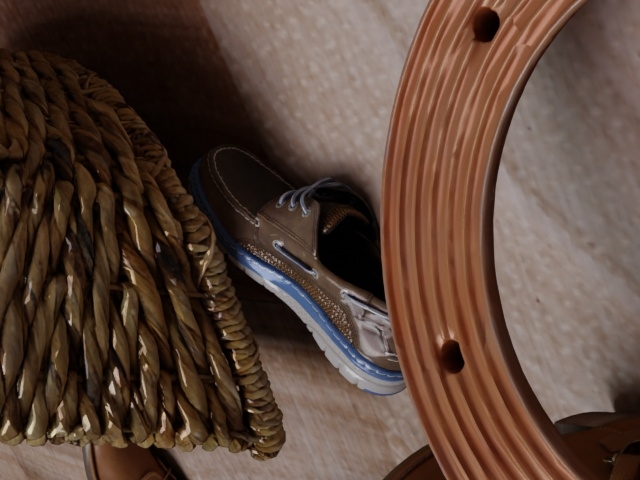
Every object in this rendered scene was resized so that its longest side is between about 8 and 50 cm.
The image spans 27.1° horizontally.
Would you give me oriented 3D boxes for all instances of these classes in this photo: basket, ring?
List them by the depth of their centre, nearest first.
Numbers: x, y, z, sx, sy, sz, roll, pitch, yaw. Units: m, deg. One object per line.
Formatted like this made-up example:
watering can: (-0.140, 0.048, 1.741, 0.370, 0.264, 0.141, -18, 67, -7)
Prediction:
ring: (0.151, 0.003, 0.470, 0.336, 0.032, 0.337, 8, 102, 45)
basket: (-0.159, -0.008, 0.848, 0.299, 0.223, 0.214, 26, 106, 59)

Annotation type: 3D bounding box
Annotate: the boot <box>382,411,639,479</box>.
boot: (0.118, 0.122, 0.584, 0.152, 0.197, 0.073, -1, 109, 60)

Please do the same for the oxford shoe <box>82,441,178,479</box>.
oxford shoe: (-0.147, 0.205, 1.131, 0.076, 0.076, 0.212, -4, 118, 19)

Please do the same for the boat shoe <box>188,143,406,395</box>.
boat shoe: (0.000, 0.000, 0.751, 0.183, 0.066, 0.066, 44, 130, 18)
